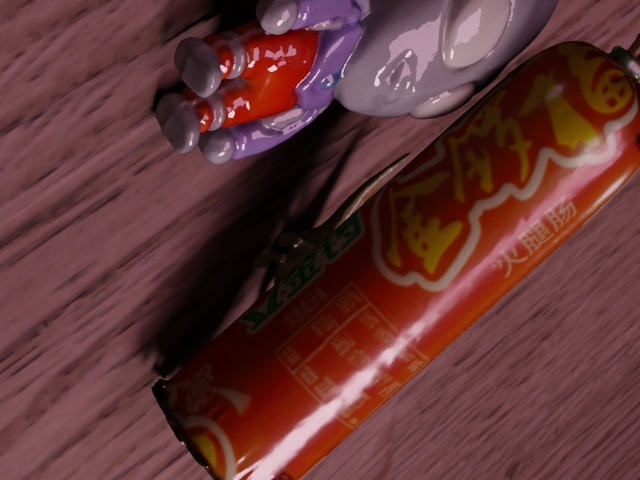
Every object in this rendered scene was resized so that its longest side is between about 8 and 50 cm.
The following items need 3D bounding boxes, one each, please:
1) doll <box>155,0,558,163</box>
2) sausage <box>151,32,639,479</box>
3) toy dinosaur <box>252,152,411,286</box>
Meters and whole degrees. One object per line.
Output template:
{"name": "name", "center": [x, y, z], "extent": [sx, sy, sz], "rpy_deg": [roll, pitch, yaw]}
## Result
{"name": "doll", "center": [0.031, -0.089, 0.821], "extent": [0.227, 0.075, 0.102], "rpy_deg": [-20, 153, -37]}
{"name": "sausage", "center": [0.046, 0.005, 0.849], "extent": [0.264, 0.083, 0.083], "rpy_deg": [-43, 153, 5]}
{"name": "toy dinosaur", "center": [-0.001, 0.001, 0.902], "extent": [0.113, 0.026, 0.041], "rpy_deg": [-53, 161, 8]}
